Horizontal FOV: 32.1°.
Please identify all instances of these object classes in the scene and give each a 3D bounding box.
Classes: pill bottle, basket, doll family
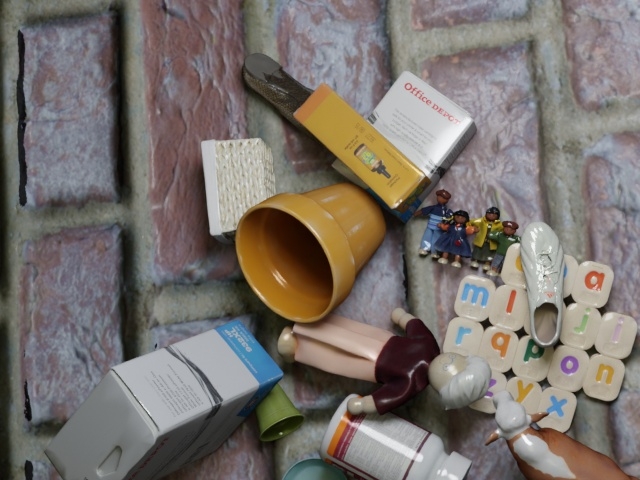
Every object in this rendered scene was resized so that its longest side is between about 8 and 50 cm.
[{"bbox_3d":[0.119,0.342,1.760,0.221,0.121,0.121,26,88,14],"label":"pill bottle"},{"bbox_3d":[-0.133,-0.086,1.887,0.103,0.113,0.167,-9,80,9],"label":"basket"},{"bbox_3d":[0.241,-0.015,1.811,0.193,0.076,0.111,13,104,9],"label":"doll family"}]

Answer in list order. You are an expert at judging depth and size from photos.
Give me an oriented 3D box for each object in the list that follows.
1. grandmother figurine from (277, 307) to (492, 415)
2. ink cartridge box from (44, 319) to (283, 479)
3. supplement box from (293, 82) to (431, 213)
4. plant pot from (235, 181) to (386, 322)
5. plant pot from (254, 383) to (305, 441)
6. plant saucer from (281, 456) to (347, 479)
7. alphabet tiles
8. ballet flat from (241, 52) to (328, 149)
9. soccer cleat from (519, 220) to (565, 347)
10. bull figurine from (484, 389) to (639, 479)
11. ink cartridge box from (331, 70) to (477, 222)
[{"bbox_3d":[0.103,0.188,1.754,0.342,0.104,0.207,12,64,26],"label":"grandmother figurine"},{"bbox_3d":[-0.238,0.267,1.723,0.129,0.307,0.223,50,121,15],"label":"ink cartridge box"},{"bbox_3d":[0.068,-0.147,1.782,0.078,0.080,0.233,-47,72,5],"label":"supplement box"},{"bbox_3d":[0.000,0.000,1.789,0.205,0.188,0.205,22,128,32],"label":"plant pot"},{"bbox_3d":[-0.079,0.277,1.842,0.083,0.083,0.079,-31,65,6],"label":"plant pot"},{"bbox_3d":[-0.007,0.416,1.828,0.119,0.021,0.119,-2,81,13],"label":"plant saucer"},{"bbox_3d":[0.346,0.154,1.765,0.284,0.021,0.277,15,97,8],"label":"alphabet tiles"},{"bbox_3d":[-0.038,-0.230,1.922,0.250,0.058,0.084,38,56,10],"label":"ballet flat"},{"bbox_3d":[0.345,0.068,1.709,0.068,0.076,0.196,-5,93,9],"label":"soccer cleat"},{"bbox_3d":[0.375,0.344,1.668,0.310,0.188,0.101,37,90,15],"label":"bull figurine"},{"bbox_3d":[0.142,-0.154,1.849,0.148,0.086,0.203,39,91,16],"label":"ink cartridge box"}]
